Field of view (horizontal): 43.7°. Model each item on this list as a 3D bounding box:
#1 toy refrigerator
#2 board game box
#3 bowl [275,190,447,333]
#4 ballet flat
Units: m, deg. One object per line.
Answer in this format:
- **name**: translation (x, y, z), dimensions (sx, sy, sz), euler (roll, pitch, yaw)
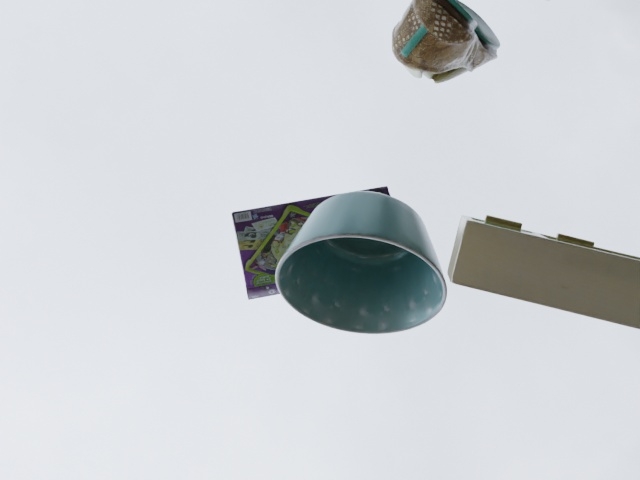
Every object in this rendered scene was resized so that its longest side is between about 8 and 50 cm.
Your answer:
- **toy refrigerator**: translation (0.310, 0.037, 1.046), dimensions (0.269, 0.102, 0.094), euler (13, -83, 5)
- **board game box**: translation (0.000, 0.000, 1.674), dimensions (0.346, 0.208, 0.056), euler (-10, -43, -7)
- **bowl**: translation (0.081, 0.026, 1.479), dimensions (0.311, 0.311, 0.163), euler (34, -134, -28)
- **ballet flat**: translation (0.099, -0.164, 0.658), dimensions (0.073, 0.067, 0.206), euler (49, -160, 10)
